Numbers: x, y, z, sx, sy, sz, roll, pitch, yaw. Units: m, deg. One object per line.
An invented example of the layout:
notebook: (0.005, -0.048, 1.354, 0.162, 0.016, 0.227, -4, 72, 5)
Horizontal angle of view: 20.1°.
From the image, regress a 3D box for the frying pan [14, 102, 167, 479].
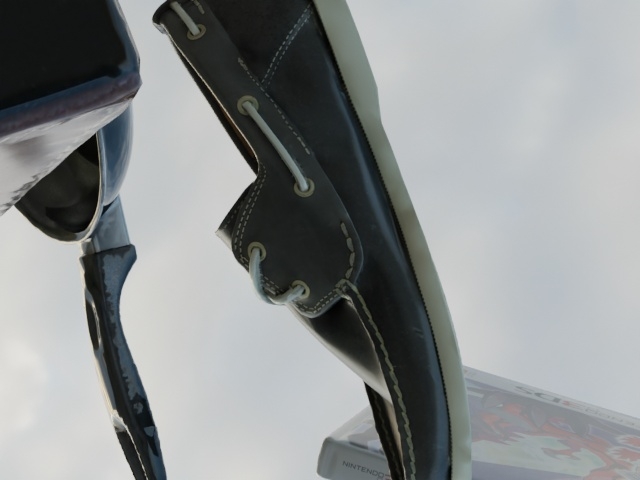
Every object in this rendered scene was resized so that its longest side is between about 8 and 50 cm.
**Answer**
frying pan: (-0.120, -0.039, 0.917, 0.053, 0.326, 0.197, -24, 166, -27)

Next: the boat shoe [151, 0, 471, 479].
boat shoe: (0.000, 0.000, 0.711, 0.079, 0.084, 0.233, -18, -102, -9)

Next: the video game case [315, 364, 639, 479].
video game case: (0.113, 0.106, 0.850, 0.183, 0.201, 0.023, 16, -78, 15)

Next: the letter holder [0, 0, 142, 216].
letter holder: (-0.224, -0.022, 0.353, 0.302, 0.152, 0.214, -22, 176, -27)
